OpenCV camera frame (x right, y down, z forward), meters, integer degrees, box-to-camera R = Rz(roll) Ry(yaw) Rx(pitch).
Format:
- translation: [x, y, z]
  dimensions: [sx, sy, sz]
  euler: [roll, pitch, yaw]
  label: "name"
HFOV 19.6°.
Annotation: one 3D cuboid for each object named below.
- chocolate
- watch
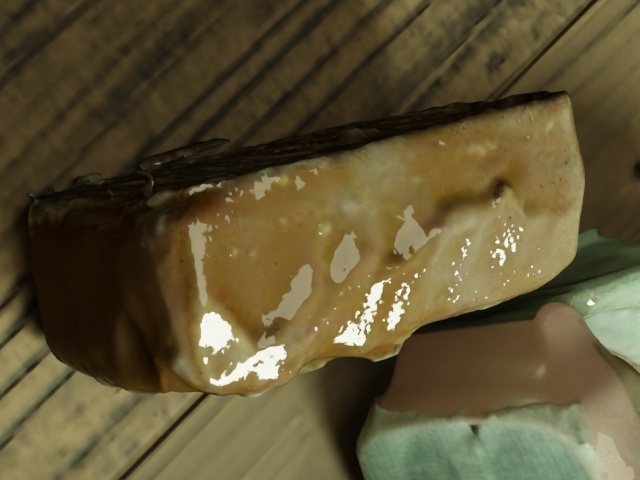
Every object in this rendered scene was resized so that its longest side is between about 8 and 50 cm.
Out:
- translation: [0.000, 0.000, 0.754]
  dimensions: [0.214, 0.148, 0.093]
  euler: [-13, 99, -31]
  label: "chocolate"
- translation: [0.170, 0.109, 0.857]
  dimensions: [0.241, 0.162, 0.253]
  euler: [-33, 106, -37]
  label: "watch"
